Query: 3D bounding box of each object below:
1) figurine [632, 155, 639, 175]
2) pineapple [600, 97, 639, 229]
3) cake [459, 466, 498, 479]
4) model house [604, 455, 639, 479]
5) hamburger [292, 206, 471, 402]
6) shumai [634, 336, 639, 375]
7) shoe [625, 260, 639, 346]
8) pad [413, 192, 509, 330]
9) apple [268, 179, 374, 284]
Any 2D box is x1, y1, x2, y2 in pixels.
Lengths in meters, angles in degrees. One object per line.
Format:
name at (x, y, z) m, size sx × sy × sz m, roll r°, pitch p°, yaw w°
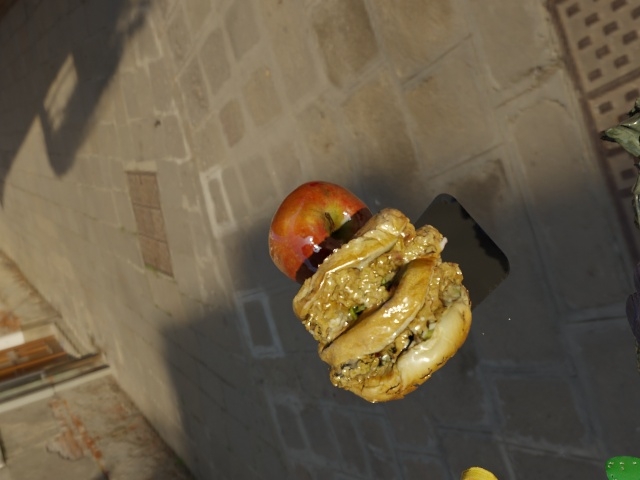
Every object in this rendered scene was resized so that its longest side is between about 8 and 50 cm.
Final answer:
figurine at (0.985, -0.197, 1.840) m, size 0.270 × 0.261 × 0.211 m, roll 64°, pitch 173°, yaw 1°
pineapple at (0.386, -0.044, 0.684) m, size 0.237 × 0.119 × 0.111 m, roll 59°, pitch 169°, yaw 10°
cake at (0.332, 0.515, 1.391) m, size 0.084 × 0.044 × 0.084 m, roll 14°, pitch 125°, yaw 21°
model house at (0.543, 0.456, 1.101) m, size 0.167 × 0.117 × 0.088 m, roll -85°, pitch -11°, yaw -53°
hamburger at (0.077, 0.099, 0.947) m, size 0.211 × 0.260 × 0.245 m, roll 47°, pitch 129°, yaw -1°
shumai at (0.741, 0.221, 1.174) m, size 0.304 × 0.263 × 0.310 m, roll 7°, pitch -92°, yaw -85°
shoe at (0.492, 0.087, 0.877) m, size 0.245 × 0.137 × 0.095 m, roll 62°, pitch -164°, yaw -50°
pad at (0.315, 0.099, 1.592) m, size 0.315 × 0.063 × 0.375 m, roll 54°, pitch 138°, yaw 19°
apple at (0.000, 0.000, 1.346) m, size 0.230 × 0.229 × 0.230 m, roll 34°, pitch 131°, yaw 50°
